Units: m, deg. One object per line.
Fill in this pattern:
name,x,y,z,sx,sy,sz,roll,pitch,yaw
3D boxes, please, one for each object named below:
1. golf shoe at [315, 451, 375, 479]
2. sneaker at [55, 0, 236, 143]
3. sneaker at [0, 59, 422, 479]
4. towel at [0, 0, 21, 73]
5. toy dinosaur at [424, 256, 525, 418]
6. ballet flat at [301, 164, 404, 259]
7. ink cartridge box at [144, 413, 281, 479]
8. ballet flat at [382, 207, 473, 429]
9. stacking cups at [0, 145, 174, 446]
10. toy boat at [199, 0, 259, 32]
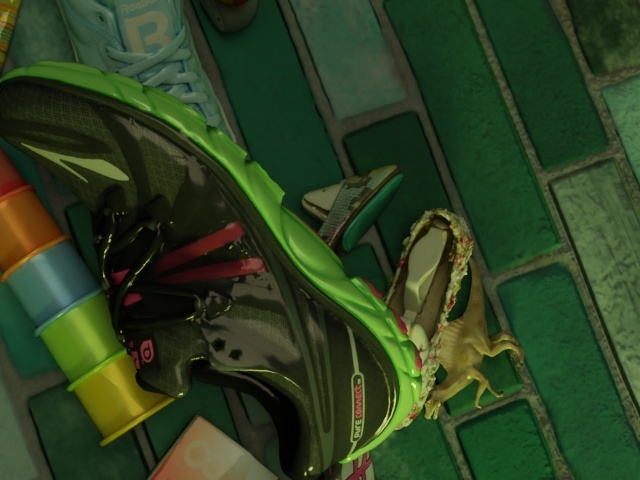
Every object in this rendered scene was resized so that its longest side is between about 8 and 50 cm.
golf shoe,0.020,0.233,1.247,0.086,0.067,0.186,28,58,-48
sneaker,-0.183,-0.186,1.218,0.135,0.150,0.366,-27,87,-12
sneaker,-0.120,0.027,1.109,0.483,0.185,0.202,43,73,-3
towel,-0.351,-0.278,1.269,0.102,0.021,0.237,16,78,-14
toy dinosaur,0.164,0.106,1.291,0.092,0.053,0.183,20,79,-6
ballet flat,0.000,0.000,1.271,0.079,0.077,0.221,29,77,15
ink cartridge box,-0.096,0.282,1.220,0.179,0.045,0.145,37,77,-1
ballet flat,0.090,0.070,1.257,0.091,0.077,0.241,12,71,15
stacking cups,-0.253,0.041,1.206,0.096,0.096,0.316,-31,86,-13
toy boat,-0.078,-0.381,1.282,0.267,0.148,0.318,9,74,-7
